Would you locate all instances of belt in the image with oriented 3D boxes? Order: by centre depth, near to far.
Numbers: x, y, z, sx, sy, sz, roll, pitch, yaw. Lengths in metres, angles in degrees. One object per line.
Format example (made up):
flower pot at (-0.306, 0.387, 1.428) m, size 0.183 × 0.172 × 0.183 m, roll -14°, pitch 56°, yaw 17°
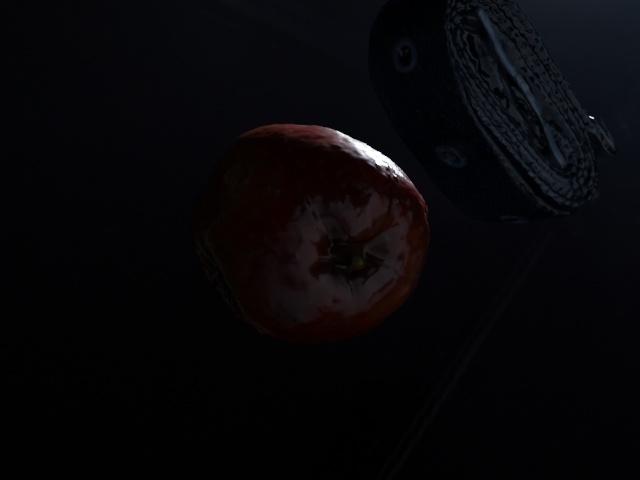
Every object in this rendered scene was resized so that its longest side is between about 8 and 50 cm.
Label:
belt at (0.121, -0.104, 0.810) m, size 0.218 × 0.128 × 0.122 m, roll 51°, pitch -121°, yaw -26°

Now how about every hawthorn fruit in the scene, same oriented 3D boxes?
hawthorn fruit at (-0.009, -0.006, 1.091) m, size 0.258 × 0.262 × 0.258 m, roll -10°, pitch -78°, yaw -54°
